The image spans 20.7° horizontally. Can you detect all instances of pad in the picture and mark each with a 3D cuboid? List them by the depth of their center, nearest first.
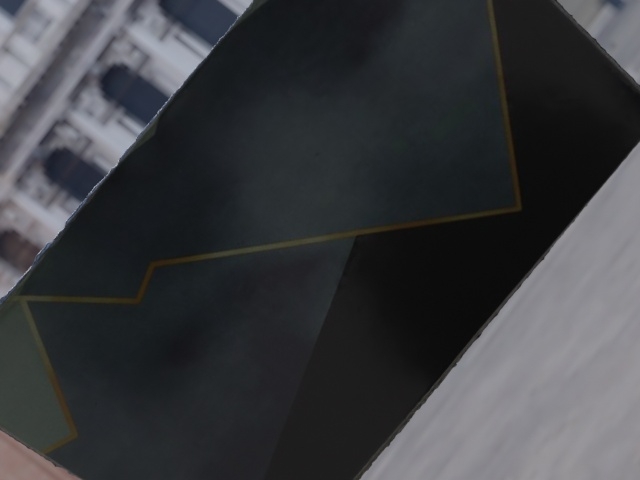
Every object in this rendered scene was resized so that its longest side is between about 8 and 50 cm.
[{"bbox_3d":[0.000,0.000,0.627,0.243,0.163,0.004,-50,30,3],"label":"pad"}]
